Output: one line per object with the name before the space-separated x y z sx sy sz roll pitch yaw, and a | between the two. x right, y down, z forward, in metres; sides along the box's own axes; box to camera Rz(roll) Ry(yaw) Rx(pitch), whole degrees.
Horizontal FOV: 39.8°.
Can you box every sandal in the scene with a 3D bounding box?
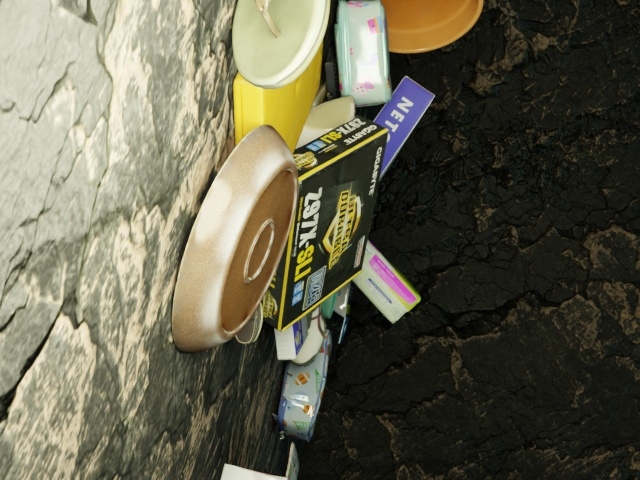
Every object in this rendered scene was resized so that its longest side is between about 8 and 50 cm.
sandal | -0.047 -0.315 0.943 0.086 0.120 0.303 1 102 -56

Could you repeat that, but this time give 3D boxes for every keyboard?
keyboard | 0.029 -0.297 1.814 0.108 0.023 0.180 -79 166 -49

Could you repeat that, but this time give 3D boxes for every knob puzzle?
knob puzzle | -0.004 -0.218 1.840 0.213 0.029 0.213 13 90 -85

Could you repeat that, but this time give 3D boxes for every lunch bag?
lunch bag | -0.045 0.391 2.386 0.243 0.114 0.304 95 9 -67
lunch bag | 0.086 -0.389 1.807 0.279 0.107 0.224 -76 160 -78

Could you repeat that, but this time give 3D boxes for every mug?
mug | -0.010 0.129 2.201 0.158 0.097 0.130 95 9 -57

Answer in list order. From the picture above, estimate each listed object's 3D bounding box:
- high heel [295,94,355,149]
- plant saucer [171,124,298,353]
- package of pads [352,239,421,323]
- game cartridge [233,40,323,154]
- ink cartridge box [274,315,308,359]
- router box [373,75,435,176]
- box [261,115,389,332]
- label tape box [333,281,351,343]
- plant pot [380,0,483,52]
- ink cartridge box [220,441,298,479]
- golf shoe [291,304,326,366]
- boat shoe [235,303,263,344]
high heel | -0.004 -0.141 1.656 0.261 0.093 0.186 -56 159 -34
plant saucer | -0.096 0.007 1.132 0.310 0.050 0.311 21 90 -78
package of pads | 0.116 0.064 2.189 0.101 0.229 0.296 -43 -160 2
game cartridge | -0.056 -0.225 1.261 0.285 0.052 0.324 95 12 -53
ink cartridge box | -0.064 0.121 1.833 0.206 0.045 0.208 -48 134 -80
router box | 0.108 -0.170 2.012 0.335 0.082 0.301 -56 178 -19
box | -0.002 -0.030 1.559 0.257 0.079 0.322 -32 142 -43
label tape box | 0.039 0.104 2.463 0.249 0.115 0.348 49 52 -84
plant pot | 0.204 -0.587 1.957 0.291 0.290 0.204 91 -3 -63
ink cartridge box | -0.134 0.550 1.780 0.309 0.130 0.272 90 13 -67
golf shoe | -0.044 0.158 2.062 0.120 0.105 0.273 15 83 -67
boat shoe | -0.118 0.091 1.336 0.049 0.056 0.152 -49 142 -68
